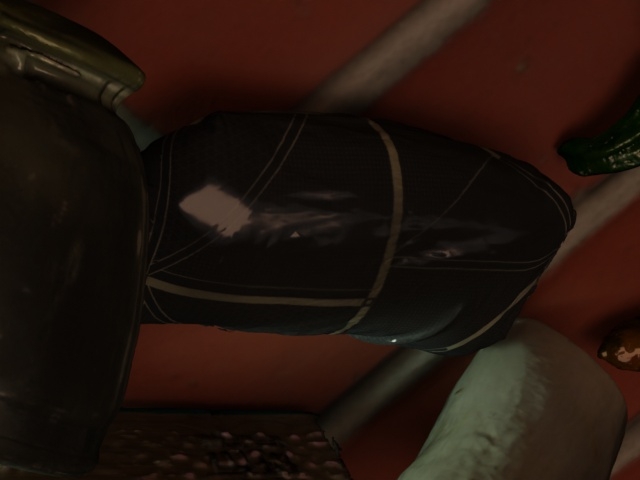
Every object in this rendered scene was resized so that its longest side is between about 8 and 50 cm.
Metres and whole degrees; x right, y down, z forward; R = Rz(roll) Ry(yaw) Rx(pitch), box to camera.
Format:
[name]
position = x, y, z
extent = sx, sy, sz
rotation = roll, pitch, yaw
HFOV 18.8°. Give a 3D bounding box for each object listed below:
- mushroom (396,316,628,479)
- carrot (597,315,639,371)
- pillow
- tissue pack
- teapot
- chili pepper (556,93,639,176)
[mushroom]
position = 0.082, 0.216, 1.219
extent = 0.397, 0.126, 0.177
rotation = -48, 153, -50
[carrot]
position = 0.340, 0.060, 1.413
extent = 0.314, 0.066, 0.066
rotation = -5, 123, -20
[pillow]
position = 0.000, 0.000, 1.186
extent = 0.335, 0.093, 0.162
rotation = 6, 122, -28
[tissue pack]
position = -0.122, 0.213, 1.242
extent = 0.270, 0.134, 0.192
rotation = 3, 118, -27
[teapot]
position = -0.223, -0.029, 0.978
extent = 0.321, 0.239, 0.239
rotation = 22, 87, -41
[chili pepper]
position = 0.221, -0.115, 1.243
extent = 0.073, 0.050, 0.182
rotation = 2, 123, -35
